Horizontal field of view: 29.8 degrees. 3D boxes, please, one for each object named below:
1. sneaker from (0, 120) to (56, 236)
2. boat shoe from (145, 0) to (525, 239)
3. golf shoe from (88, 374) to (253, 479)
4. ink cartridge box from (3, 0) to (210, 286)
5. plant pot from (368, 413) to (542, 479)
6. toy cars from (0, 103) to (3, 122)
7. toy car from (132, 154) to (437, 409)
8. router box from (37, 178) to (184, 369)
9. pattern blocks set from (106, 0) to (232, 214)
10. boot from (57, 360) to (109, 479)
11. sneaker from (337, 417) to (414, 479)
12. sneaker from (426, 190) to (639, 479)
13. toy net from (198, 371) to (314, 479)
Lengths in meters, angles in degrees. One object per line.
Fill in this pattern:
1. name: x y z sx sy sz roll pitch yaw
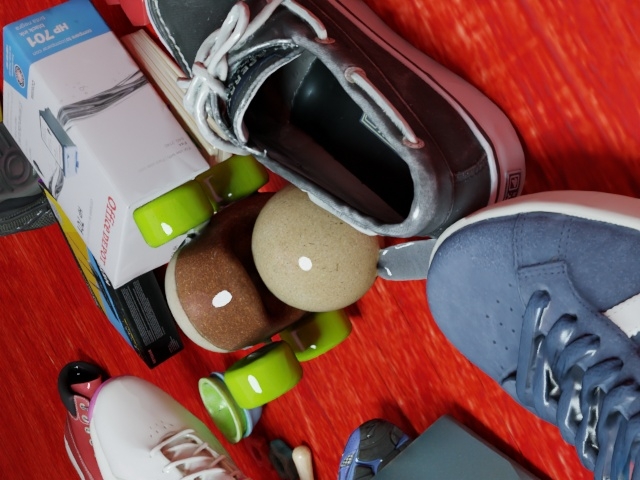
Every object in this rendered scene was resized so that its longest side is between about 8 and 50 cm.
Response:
1. sneaker: -0.317 -0.071 1.304 0.227 0.130 0.087 -37 79 35
2. boat shoe: -0.026 -0.093 0.703 0.306 0.105 0.113 44 126 30
3. golf shoe: -0.091 0.232 1.074 0.306 0.115 0.140 51 139 10
4. ink cartridge box: -0.179 -0.080 0.982 0.190 0.082 0.139 54 152 18
5. plant pot: 0.120 0.264 0.758 0.234 0.165 0.165 28 138 36
6. toy cars: -0.489 -0.276 1.394 0.176 0.087 0.393 -7 109 61
7. toy car: 0.000 0.000 0.800 0.188 0.149 0.155 -25 97 34
8. router box: -0.206 0.026 1.192 0.133 0.046 0.178 40 155 44
9. pattern blocks set: -0.125 -0.078 1.008 0.285 0.026 0.325 55 152 14
10. boot: -0.259 0.267 1.503 0.244 0.088 0.176 46 148 35
11. sneaker: 0.035 0.221 0.953 0.087 0.083 0.221 46 147 44
12. sneaker: 0.156 0.090 0.501 0.350 0.148 0.131 26 135 39
13. toy net: -0.037 0.224 1.114 0.232 0.045 0.122 54 152 16
